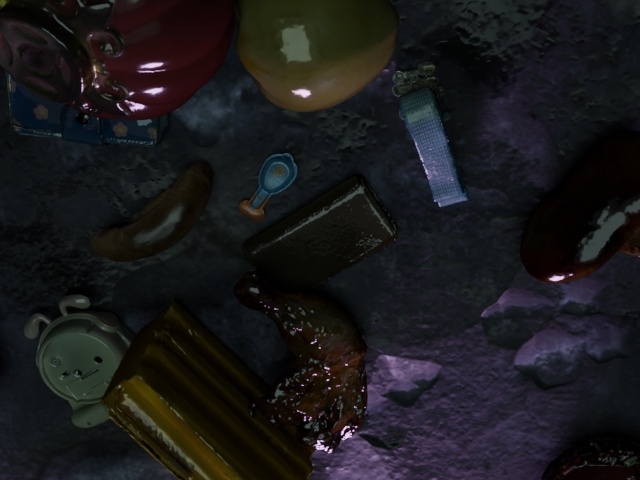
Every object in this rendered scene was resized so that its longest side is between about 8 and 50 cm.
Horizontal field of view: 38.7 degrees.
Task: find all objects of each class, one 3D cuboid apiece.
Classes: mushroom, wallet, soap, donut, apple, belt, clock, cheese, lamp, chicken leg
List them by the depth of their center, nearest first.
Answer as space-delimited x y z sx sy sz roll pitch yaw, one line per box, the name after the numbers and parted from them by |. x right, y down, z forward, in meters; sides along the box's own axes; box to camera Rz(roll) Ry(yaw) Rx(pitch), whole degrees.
-0.237 -0.272 0.987 0.303 0.257 0.303 20 147 14 | lamp
-0.011 -0.244 1.057 0.199 0.200 0.200 2 114 4 | apple
0.143 -0.126 1.165 0.065 0.100 0.179 -15 127 11 | belt
0.392 -0.004 1.173 0.217 0.148 0.227 32 120 -26 | mushroom
-0.299 -0.191 1.176 0.202 0.059 0.141 5 117 2 | wallet
-0.070 -0.073 1.230 0.047 0.017 0.111 35 113 -7 | cheese
-0.225 -0.021 1.232 0.209 0.094 0.072 -34 104 14 | mushroom
0.000 0.000 1.249 0.198 0.031 0.110 -30 109 18 | wallet
-0.025 0.170 1.281 0.177 0.083 0.323 -14 117 -20 | chicken leg
-0.151 0.259 1.288 0.096 0.204 0.324 -37 105 23 | soap
-0.346 0.174 1.344 0.151 0.062 0.191 -29 108 17 | clock
0.429 0.390 1.354 0.234 0.089 0.235 2 115 5 | donut
